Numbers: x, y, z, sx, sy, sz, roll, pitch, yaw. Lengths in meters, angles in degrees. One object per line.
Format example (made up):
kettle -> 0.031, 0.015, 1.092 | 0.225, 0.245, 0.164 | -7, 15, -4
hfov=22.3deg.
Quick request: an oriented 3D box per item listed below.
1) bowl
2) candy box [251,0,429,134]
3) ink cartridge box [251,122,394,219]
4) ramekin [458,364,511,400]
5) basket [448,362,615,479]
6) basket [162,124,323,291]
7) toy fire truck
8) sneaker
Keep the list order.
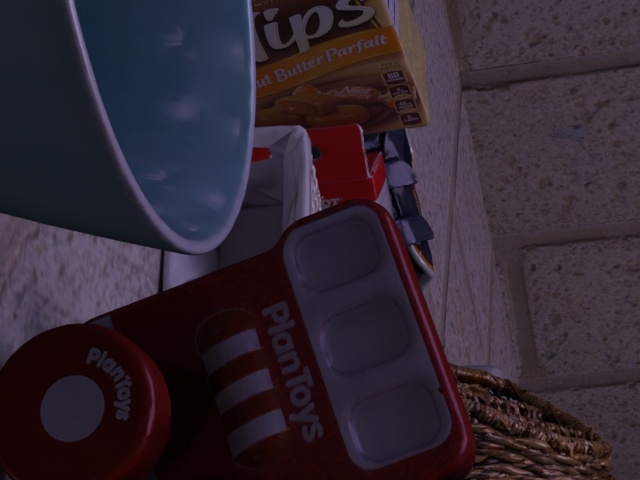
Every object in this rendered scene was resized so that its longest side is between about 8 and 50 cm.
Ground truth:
bowl -> -0.150, -0.138, 0.802 | 0.311, 0.163, 0.312 | -7, 90, -79
candy box -> -0.026, -0.191, 1.360 | 0.316, 0.183, 0.088 | 59, 26, -63
ink cartridge box -> 0.000, 0.000, 1.489 | 0.078, 0.134, 0.231 | -63, 145, -67
ramekin -> 0.195, 0.300, 2.228 | 0.277, 0.135, 0.277 | -7, 90, -78
basket -> 0.198, 0.221, 1.842 | 0.299, 0.213, 0.223 | 20, 63, -41
basket -> -0.057, 0.007, 1.286 | 0.103, 0.113, 0.167 | 72, 16, -57
toy fire truck -> -0.028, 0.146, 0.922 | 0.169, 0.254, 0.302 | 55, 14, -65
sneaker -> 0.055, -0.025, 1.734 | 0.127, 0.126, 0.321 | -116, -166, -64
